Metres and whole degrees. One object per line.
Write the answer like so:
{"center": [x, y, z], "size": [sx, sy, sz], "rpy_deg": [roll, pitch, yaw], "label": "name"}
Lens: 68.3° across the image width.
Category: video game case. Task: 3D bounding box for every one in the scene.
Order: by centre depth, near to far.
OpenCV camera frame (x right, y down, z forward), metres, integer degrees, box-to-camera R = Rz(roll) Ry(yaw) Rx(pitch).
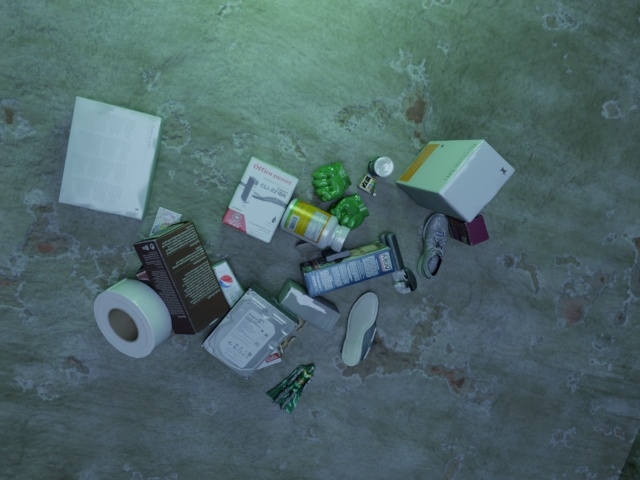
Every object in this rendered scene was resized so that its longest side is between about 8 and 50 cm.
{"center": [-0.591, -0.057, 1.803], "size": [0.087, 0.011, 0.121], "rpy_deg": [20, 98, -13], "label": "video game case"}

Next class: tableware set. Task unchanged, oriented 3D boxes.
{"center": [-0.142, 0.371, 1.933], "size": [0.128, 0.039, 0.194], "rpy_deg": [33, 104, -14], "label": "tableware set"}

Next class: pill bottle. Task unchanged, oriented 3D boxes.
{"center": [-0.017, -0.052, 1.801], "size": [0.246, 0.136, 0.136], "rpy_deg": [26, 96, 5], "label": "pill bottle"}
{"center": [0.227, -0.286, 1.825], "size": [0.078, 0.137, 0.078], "rpy_deg": [-2, 100, -9], "label": "pill bottle"}

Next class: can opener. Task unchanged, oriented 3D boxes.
{"center": [0.320, 0.093, 1.962], "size": [0.093, 0.074, 0.280], "rpy_deg": [-34, 110, -37], "label": "can opener"}

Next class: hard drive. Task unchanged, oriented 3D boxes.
{"center": [-0.275, 0.358, 1.834], "size": [0.237, 0.064, 0.339], "rpy_deg": [39, 108, -8], "label": "hard drive"}
{"center": [0.058, 0.051, 1.867], "size": [0.094, 0.135, 0.022], "rpy_deg": [-16, 100, -6], "label": "hard drive"}

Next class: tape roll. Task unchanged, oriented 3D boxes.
{"center": [-0.692, 0.286, 1.737], "size": [0.287, 0.100, 0.286], "rpy_deg": [11, 118, 22], "label": "tape roll"}

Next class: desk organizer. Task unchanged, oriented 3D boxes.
{"center": [-0.648, 0.121, 1.769], "size": [0.047, 0.130, 0.050], "rpy_deg": [-25, 106, -4], "label": "desk organizer"}

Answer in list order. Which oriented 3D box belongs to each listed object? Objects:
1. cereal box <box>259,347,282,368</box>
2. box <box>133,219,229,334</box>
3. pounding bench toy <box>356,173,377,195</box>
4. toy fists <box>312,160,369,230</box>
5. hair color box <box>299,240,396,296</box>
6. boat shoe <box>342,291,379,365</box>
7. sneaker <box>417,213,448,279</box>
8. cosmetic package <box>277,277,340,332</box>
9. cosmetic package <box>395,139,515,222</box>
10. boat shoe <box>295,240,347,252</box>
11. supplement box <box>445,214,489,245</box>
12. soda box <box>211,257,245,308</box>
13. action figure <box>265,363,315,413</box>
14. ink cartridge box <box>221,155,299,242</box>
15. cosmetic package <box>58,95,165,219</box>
{"center": [-0.279, 0.409, 1.913], "size": [0.173, 0.047, 0.240], "rpy_deg": [-22, 104, 9], "label": "cereal box"}
{"center": [-0.505, 0.138, 1.744], "size": [0.143, 0.191, 0.381], "rpy_deg": [-9, 108, 36], "label": "box"}
{"center": [0.199, -0.223, 1.877], "size": [0.083, 0.052, 0.065], "rpy_deg": [30, 95, -14], "label": "pounding bench toy"}
{"center": [0.074, -0.165, 1.847], "size": [0.142, 0.096, 0.279], "rpy_deg": [-32, 106, -1], "label": "toy fists"}
{"center": [0.102, 0.108, 1.866], "size": [0.348, 0.174, 0.105], "rpy_deg": [-16, 102, -6], "label": "hair color box"}
{"center": [0.180, 0.371, 1.989], "size": [0.099, 0.116, 0.319], "rpy_deg": [15, 92, -55], "label": "boat shoe"}
{"center": [0.481, 0.030, 1.941], "size": [0.105, 0.115, 0.281], "rpy_deg": [5, 100, -10], "label": "sneaker"}
{"center": [-0.049, 0.260, 1.897], "size": [0.238, 0.127, 0.107], "rpy_deg": [28, 97, -12], "label": "cosmetic package"}
{"center": [0.462, -0.229, 1.712], "size": [0.161, 0.453, 0.230], "rpy_deg": [40, 92, -14], "label": "cosmetic package"}
{"center": [0.000, 0.000, 1.898], "size": [0.206, 0.075, 0.064], "rpy_deg": [-10, 60, -2], "label": "boat shoe"}
{"center": [0.588, -0.054, 1.904], "size": [0.081, 0.188, 0.104], "rpy_deg": [-21, 104, -5], "label": "supplement box"}
{"center": [-0.353, 0.182, 1.861], "size": [0.074, 0.069, 0.216], "rpy_deg": [-27, 105, -3], "label": "soda box"}
{"center": [-0.104, 0.612, 1.995], "size": [0.137, 0.063, 0.232], "rpy_deg": [41, 89, -11], "label": "action figure"}
{"center": [-0.228, -0.158, 1.789], "size": [0.197, 0.114, 0.272], "rpy_deg": [24, 96, -13], "label": "ink cartridge box"}
{"center": [-0.742, -0.288, 1.688], "size": [0.285, 0.097, 0.376], "rpy_deg": [13, 99, -10], "label": "cosmetic package"}
